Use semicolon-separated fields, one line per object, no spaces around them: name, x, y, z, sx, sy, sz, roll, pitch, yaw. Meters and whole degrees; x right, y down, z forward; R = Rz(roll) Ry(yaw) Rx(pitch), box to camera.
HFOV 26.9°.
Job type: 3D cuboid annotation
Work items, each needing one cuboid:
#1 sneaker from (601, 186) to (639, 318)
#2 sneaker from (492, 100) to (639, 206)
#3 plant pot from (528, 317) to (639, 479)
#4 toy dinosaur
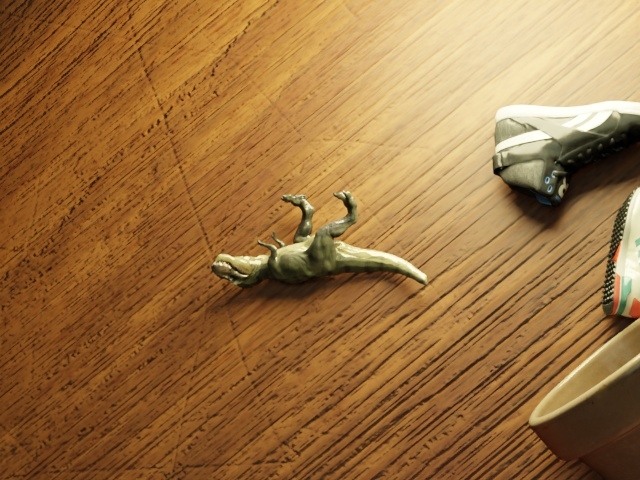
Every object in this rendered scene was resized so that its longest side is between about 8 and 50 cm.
sneaker;0.383;0.018;1.578;0.075;0.057;0.161;14;74;0
sneaker;0.316;-0.099;1.619;0.217;0.079;0.121;0;75;22
plant pot;0.391;0.204;1.424;0.263;0.263;0.229;-37;86;-1
toy dinosaur;0.000;0.000;1.664;0.268;0.064;0.118;-1;86;12
